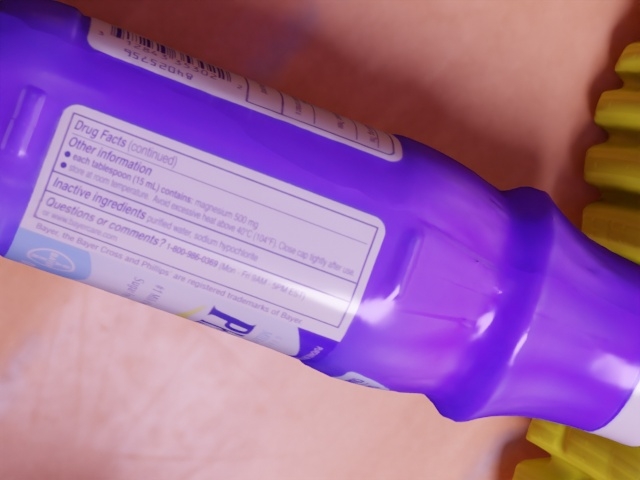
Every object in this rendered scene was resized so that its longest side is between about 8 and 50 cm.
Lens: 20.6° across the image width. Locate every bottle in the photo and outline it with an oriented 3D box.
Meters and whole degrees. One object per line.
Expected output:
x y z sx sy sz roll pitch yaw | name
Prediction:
0.000 0.000 0.643 0.283 0.118 0.092 20 88 -12 | bottle

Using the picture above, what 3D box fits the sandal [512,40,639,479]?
0.182 0.018 0.743 0.138 0.126 0.317 6 108 -30 | sandal
